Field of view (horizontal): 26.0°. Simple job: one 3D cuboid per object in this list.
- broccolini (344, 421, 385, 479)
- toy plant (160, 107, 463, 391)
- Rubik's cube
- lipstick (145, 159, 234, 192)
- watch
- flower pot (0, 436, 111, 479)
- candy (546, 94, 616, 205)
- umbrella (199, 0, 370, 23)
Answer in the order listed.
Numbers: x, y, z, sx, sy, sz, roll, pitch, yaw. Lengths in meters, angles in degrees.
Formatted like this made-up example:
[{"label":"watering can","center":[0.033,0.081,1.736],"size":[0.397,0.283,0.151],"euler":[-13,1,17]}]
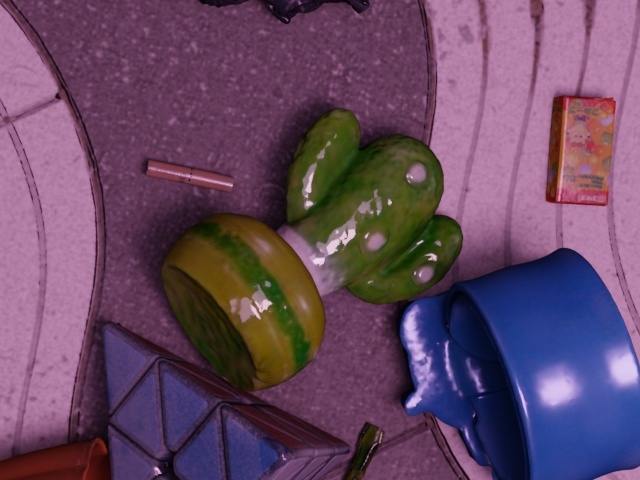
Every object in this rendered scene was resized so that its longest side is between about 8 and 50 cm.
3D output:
[{"label":"broccolini","center":[0.022,0.327,1.526],"size":[0.071,0.057,0.254],"euler":[16,96,-54]},{"label":"toy plant","center":[0.000,0.000,1.455],"size":[0.316,0.184,0.224],"euler":[-35,105,-23]},{"label":"Rubik's cube","center":[-0.104,0.223,1.413],"size":[0.228,0.233,0.228],"euler":[-7,126,11]},{"label":"lipstick","center":[-0.139,-0.069,1.479],"size":[0.094,0.019,0.019],"euler":[11,92,-11]},{"label":"watch","center":[0.227,0.173,1.439],"size":[0.241,0.274,0.305],"euler":[-19,93,-9]},{"label":"flower pot","center":[-0.297,0.300,1.403],"size":[0.173,0.190,0.191],"euler":[-5,96,2]},{"label":"candy","center":[0.290,-0.101,1.549],"size":[0.062,0.038,0.122],"euler":[3,94,-11]},{"label":"umbrella","center":[-0.060,-0.268,1.458],"size":[0.224,0.080,0.071],"euler":[0,129,-8]}]
